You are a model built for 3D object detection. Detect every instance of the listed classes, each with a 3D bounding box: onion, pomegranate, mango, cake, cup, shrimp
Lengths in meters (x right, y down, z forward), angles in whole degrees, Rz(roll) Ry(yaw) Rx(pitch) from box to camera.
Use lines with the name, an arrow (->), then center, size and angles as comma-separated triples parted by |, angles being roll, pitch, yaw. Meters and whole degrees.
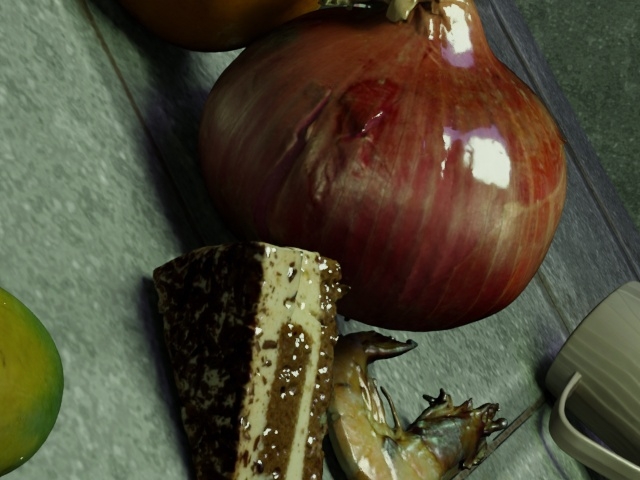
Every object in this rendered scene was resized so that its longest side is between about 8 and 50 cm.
onion -> 0.055, -0.069, 1.143 | 0.353, 0.353, 0.354 | 47, 26, -31
pomegranate -> -0.089, -0.311, 1.157 | 0.264, 0.264, 0.264 | 47, 26, -31
mango -> -0.205, 0.072, 0.682 | 0.130, 0.092, 0.194 | 60, 13, 5
cake -> -0.070, 0.125, 0.967 | 0.112, 0.135, 0.246 | 16, 78, -50
cup -> 0.446, 0.231, 1.690 | 0.273, 0.288, 0.208 | 42, -16, 24
shrimp -> 0.077, 0.163, 1.217 | 0.289, 0.075, 0.178 | -19, 77, -55

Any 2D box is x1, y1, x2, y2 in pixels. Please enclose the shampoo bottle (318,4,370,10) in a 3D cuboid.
shampoo bottle -> 0.086, -0.211, 1.657 | 0.262, 0.085, 0.085 | 50, 24, -27
